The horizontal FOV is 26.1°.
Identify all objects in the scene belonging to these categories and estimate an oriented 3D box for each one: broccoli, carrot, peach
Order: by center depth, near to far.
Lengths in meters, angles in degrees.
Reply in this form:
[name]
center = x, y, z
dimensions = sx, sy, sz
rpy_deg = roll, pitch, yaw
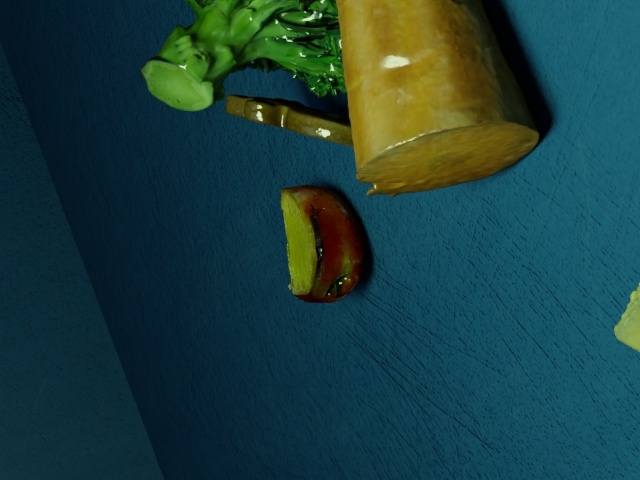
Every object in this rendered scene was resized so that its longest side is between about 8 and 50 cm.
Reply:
[carrot]
center = 0.104, -0.195, 1.433
dimensions = 0.196, 0.196, 0.254
rpy_deg = 139, 121, -64
[broccoli]
center = -0.069, -0.267, 1.622
dimensions = 0.297, 0.297, 0.297
rpy_deg = 26, 151, 15
[peach]
center = 0.005, 0.000, 1.857
dimensions = 0.127, 0.092, 0.172
rpy_deg = 122, 138, -54

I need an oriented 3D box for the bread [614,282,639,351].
[bread]
center = 0.377, 0.026, 1.146
dimensions = 0.178, 0.135, 0.240
rpy_deg = 30, 142, 9

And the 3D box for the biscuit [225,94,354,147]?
[biscuit]
center = -0.008, -0.146, 1.710
dimensions = 0.236, 0.180, 0.039
rpy_deg = 22, 98, 42
